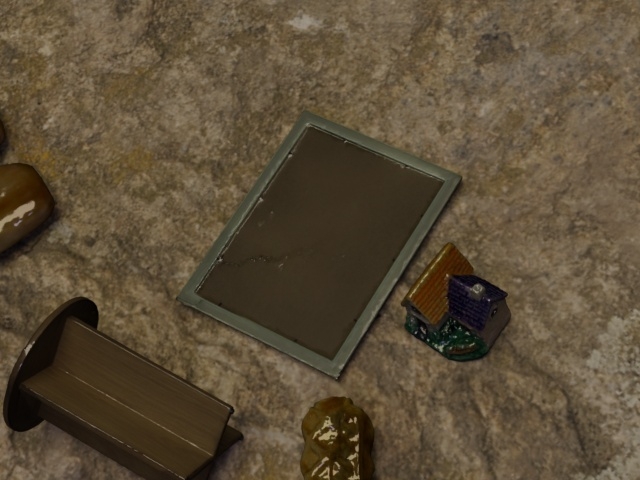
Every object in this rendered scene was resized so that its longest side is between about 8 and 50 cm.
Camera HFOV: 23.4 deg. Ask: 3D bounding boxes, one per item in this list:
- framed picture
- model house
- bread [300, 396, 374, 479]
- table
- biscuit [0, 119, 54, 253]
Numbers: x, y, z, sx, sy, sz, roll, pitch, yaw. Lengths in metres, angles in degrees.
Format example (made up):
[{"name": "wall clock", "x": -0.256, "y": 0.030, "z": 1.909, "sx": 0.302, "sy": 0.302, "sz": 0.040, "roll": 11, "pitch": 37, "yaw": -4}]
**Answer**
[{"name": "framed picture", "x": 0.000, "y": 0.000, "z": 1.813, "sx": 0.231, "sy": 0.018, "sz": 0.293, "roll": 25, "pitch": 70, "yaw": 24}, {"name": "model house", "x": 0.146, "y": 0.069, "z": 1.692, "sx": 0.101, "sy": 0.100, "sz": 0.088, "roll": 32, "pitch": 72, "yaw": 26}, {"name": "bread", "x": 0.017, "y": 0.332, "z": 1.583, "sx": 0.084, "sy": 0.077, "sz": 0.367, "roll": 8, "pitch": 60, "yaw": -12}, {"name": "table", "x": -0.207, "y": 0.187, "z": 1.691, "sx": 0.227, "sy": 0.167, "sz": 0.167, "roll": 28, "pitch": 70, "yaw": 16}, {"name": "biscuit", "x": -0.494, "y": -0.037, "z": 1.924, "sx": 0.291, "sy": 0.062, "sz": 0.237, "roll": -36, "pitch": 59, "yaw": -8}]
